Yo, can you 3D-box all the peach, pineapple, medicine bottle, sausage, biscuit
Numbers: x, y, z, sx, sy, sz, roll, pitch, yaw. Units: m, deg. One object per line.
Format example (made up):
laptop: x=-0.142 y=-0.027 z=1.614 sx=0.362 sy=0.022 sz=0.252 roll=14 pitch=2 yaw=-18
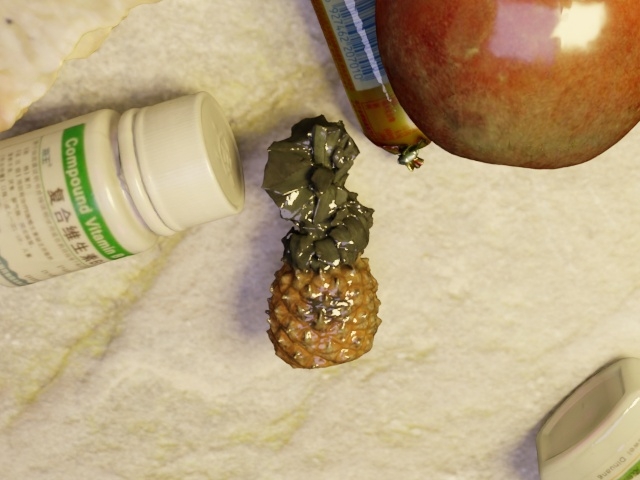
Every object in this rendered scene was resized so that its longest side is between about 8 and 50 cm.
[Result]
peach: x=0.166 y=-0.175 z=1.123 sx=0.252 sy=0.252 sz=0.252 roll=2 pitch=116 yaw=4
pineapple: x=0.000 y=0.000 z=1.286 sx=0.111 sy=0.119 sz=0.237 roll=-6 pitch=115 yaw=-6
medicine bottle: x=-0.196 y=-0.048 z=1.271 sx=0.236 sy=0.139 sz=0.139 roll=-14 pitch=114 yaw=11
sausage: x=0.022 y=-0.220 z=1.198 sx=0.082 sy=0.082 sz=0.372 roll=-17 pitch=114 yaw=13
biscuit: x=-0.249 y=-0.250 z=1.229 sx=0.309 sy=0.040 sz=0.204 roll=-39 pitch=107 yaw=20
medicine bottle: x=0.362 y=0.257 z=1.381 sx=0.296 sy=0.111 sz=0.161 roll=40 pitch=113 yaw=-15
